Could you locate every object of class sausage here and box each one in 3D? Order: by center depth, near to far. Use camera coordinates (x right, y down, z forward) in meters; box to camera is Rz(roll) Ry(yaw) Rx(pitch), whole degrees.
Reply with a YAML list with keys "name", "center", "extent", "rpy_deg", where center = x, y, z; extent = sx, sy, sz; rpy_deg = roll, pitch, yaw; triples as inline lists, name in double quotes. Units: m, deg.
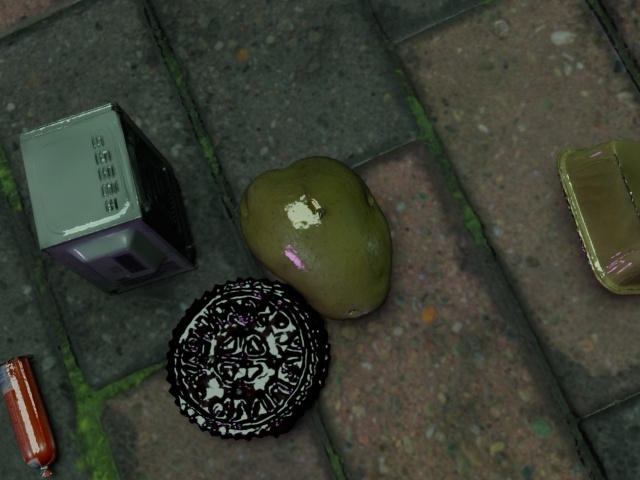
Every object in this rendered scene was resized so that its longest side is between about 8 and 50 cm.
- name: "sausage"
  center: [-0.336, 0.206, 1.237]
  extent: [0.050, 0.048, 0.145]
  rpy_deg: [-11, 68, -34]

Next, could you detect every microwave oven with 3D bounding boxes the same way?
- name: "microwave oven"
  center: [-0.230, -0.040, 1.199]
  extent: [0.122, 0.208, 0.162]
  rpy_deg: [-18, 72, 5]

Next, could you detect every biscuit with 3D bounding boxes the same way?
- name: "biscuit"
  center: [-0.083, 0.132, 1.206]
  extent: [0.195, 0.053, 0.194]
  rpy_deg: [-3, 74, 9]

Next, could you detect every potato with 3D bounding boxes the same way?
- name: "potato"
  center: [0.000, 0.000, 1.188]
  extent: [0.157, 0.157, 0.194]
  rpy_deg: [-26, 87, 2]

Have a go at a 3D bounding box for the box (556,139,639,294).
- name: "box"
  center: [0.323, -0.029, 1.156]
  extent: [0.111, 0.111, 0.177]
  rpy_deg: [-16, 72, 5]
